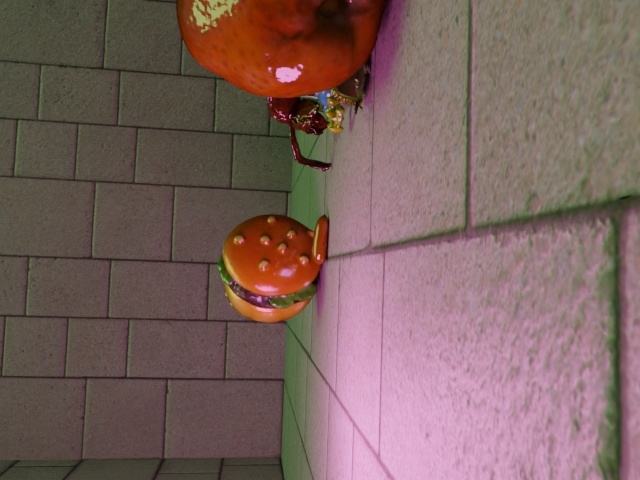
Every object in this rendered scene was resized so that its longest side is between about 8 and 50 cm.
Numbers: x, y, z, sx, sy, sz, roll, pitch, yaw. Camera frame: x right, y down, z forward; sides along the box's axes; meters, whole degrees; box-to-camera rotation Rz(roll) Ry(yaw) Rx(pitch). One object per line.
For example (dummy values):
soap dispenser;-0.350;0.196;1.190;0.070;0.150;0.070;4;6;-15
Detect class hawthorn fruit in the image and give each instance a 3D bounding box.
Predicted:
hawthorn fruit;-0.067;-0.524;1.110;0.472;0.472;0.471;-178;90;-83

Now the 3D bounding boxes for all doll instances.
doll;0.039;-0.487;1.472;0.341;0.099;0.346;102;172;-52

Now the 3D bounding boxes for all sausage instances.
sausage;0.000;0.000;1.810;0.062;0.054;0.183;10;96;54

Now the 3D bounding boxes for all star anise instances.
star anise;-0.055;-0.370;1.719;0.237;0.148;0.346;23;152;49

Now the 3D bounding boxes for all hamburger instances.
hamburger;-0.187;0.097;1.965;0.277;0.396;0.395;101;169;-49

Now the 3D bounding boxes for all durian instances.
durian;0.077;-0.380;1.255;0.100;0.086;0.215;148;128;-65

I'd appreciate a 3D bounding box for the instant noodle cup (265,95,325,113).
instant noodle cup;-0.088;-0.593;1.994;0.207;0.233;0.207;-176;90;-83
